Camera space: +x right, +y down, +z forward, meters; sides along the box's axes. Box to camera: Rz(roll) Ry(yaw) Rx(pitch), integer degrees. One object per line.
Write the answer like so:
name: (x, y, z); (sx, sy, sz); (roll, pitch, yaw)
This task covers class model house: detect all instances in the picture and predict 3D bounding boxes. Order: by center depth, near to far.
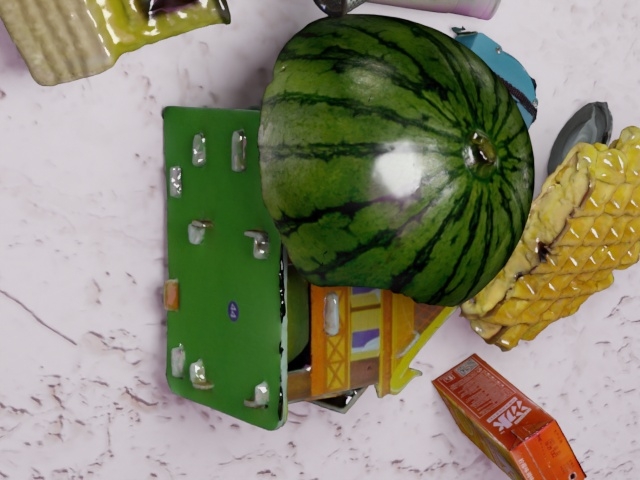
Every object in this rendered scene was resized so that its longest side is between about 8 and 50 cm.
model house: (-0.233, -0.275, 1.327); (0.234, 0.175, 0.193); (-22, 113, 1)
model house: (0.000, 0.000, 1.474); (0.313, 0.242, 0.357); (-8, 99, -38)

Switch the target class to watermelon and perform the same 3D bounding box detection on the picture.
watermelon: (0.110, -0.086, 1.314); (0.331, 0.189, 0.330); (9, 79, -51)

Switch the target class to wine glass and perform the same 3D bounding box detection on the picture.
wine glass: (0.402, -0.067, 1.599); (0.241, 0.126, 0.126); (27, 97, -20)

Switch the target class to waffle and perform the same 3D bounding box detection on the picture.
waffle: (0.276, 0.008, 1.467); (0.283, 0.065, 0.309); (-33, 147, -9)

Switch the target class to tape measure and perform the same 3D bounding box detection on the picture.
tape measure: (0.183, -0.160, 1.523); (0.146, 0.081, 0.125); (33, 78, -25)

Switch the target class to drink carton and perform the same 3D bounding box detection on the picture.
drink carton: (0.223, 0.223, 1.577); (0.071, 0.223, 0.096); (-34, 114, -6)

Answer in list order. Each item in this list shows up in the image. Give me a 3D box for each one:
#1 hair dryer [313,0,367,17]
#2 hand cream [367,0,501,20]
hair dryer: (0.080, -0.404, 1.359); (0.320, 0.156, 0.284); (-25, 90, -28)
hand cream: (0.049, -0.309, 1.447); (0.312, 0.070, 0.111); (8, 107, -16)
